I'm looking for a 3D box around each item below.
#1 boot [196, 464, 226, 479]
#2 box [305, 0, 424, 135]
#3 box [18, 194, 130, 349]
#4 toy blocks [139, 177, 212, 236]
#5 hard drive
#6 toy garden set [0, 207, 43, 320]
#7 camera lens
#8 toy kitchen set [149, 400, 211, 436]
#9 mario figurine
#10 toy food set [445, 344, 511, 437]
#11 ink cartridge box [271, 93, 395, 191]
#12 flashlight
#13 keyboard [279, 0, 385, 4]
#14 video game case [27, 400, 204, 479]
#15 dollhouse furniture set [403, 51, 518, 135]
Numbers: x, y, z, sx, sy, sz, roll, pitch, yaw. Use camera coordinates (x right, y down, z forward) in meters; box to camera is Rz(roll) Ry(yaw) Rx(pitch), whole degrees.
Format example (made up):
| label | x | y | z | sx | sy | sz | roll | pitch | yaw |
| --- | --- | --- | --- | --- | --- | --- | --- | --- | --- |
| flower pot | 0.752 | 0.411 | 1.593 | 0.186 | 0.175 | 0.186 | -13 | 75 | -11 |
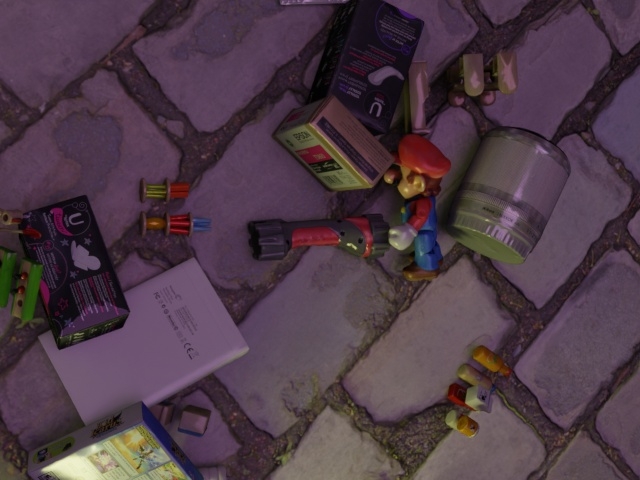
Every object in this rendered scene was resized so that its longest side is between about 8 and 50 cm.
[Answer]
| label | x | y | z | sx | sy | sz | roll | pitch | yaw |
| --- | --- | --- | --- | --- | --- | --- | --- | --- | --- |
| boot | -0.233 | 0.606 | 1.895 | 0.123 | 0.095 | 0.258 | -8 | 93 | -14 |
| box | 0.094 | -0.380 | 1.978 | 0.165 | 0.143 | 0.270 | 21 | 83 | -19 |
| box | -0.476 | 0.064 | 1.727 | 0.142 | 0.163 | 0.247 | -18 | 81 | -20 |
| toy blocks | -0.301 | -0.069 | 1.877 | 0.148 | 0.054 | 0.123 | 0 | 91 | -22 |
| hard drive | -0.356 | 0.212 | 1.820 | 0.353 | 0.047 | 0.233 | -28 | 75 | -19 |
| toy garden set | -0.615 | 0.012 | 1.649 | 0.049 | 0.244 | 0.204 | -6 | 113 | -63 |
| camera lens | 0.435 | -0.109 | 2.079 | 0.219 | 0.219 | 0.274 | 30 | 81 | -19 |
| toy kitchen set | -0.350 | 0.412 | 1.855 | 0.207 | 0.122 | 0.166 | 15 | 86 | -1 |
| mario figurine | 0.197 | -0.081 | 2.015 | 0.170 | 0.198 | 0.321 | -11 | 109 | -18 |
| toy food set | 0.373 | 0.376 | 2.114 | 0.104 | 0.111 | 0.232 | 34 | 48 | -19 |
| ink cartridge box | 0.022 | -0.199 | 1.905 | 0.193 | 0.234 | 0.088 | 42 | 76 | -16 |
| flashlight | 0.000 | 0.000 | 1.974 | 0.304 | 0.103 | 0.103 | -6 | 101 | -22 |
| keyboard | 0.024 | -0.565 | 2.010 | 0.256 | 0.014 | 0.072 | -7 | 79 | -21 |
| video game case | -0.391 | 0.459 | 1.754 | 0.244 | 0.061 | 0.269 | -24 | 127 | 4 |
| dollhouse furniture set | 0.315 | -0.324 | 2.035 | 0.242 | 0.212 | 0.161 | -3 | 92 | -3 |
